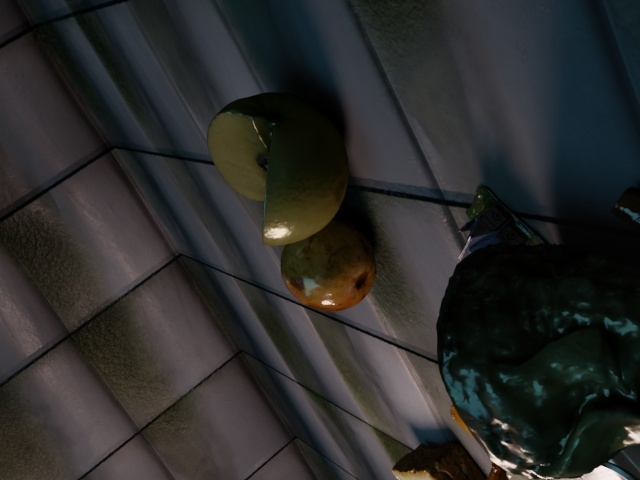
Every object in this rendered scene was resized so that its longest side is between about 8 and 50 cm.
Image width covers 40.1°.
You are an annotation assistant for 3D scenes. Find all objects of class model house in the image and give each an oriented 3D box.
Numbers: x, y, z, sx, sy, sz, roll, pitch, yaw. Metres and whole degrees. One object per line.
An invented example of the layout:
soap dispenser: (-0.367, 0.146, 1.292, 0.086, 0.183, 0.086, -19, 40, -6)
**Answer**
model house: (0.282, 0.009, 1.445, 0.167, 0.088, 0.117, 47, 159, 14)

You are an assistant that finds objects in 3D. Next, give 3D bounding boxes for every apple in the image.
apple: (-0.067, -0.155, 1.726, 0.295, 0.233, 0.257, 51, 149, 37)

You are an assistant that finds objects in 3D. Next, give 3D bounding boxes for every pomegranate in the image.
pomegranate: (0.011, 0.052, 1.926, 0.215, 0.215, 0.215, 44, 158, 22)

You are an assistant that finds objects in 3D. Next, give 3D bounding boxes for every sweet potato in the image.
sweet potato: (0.434, -0.030, 1.125, 0.117, 0.049, 0.049, 28, 151, 27)

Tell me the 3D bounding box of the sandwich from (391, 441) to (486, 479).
sandwich: (0.345, 0.681, 2.382, 0.262, 0.131, 0.325, 51, 157, 0)

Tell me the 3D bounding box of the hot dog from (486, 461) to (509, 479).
hot dog: (0.435, 0.559, 1.936, 0.150, 0.153, 0.256, 20, 170, 6)

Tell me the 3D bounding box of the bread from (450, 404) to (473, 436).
bread: (0.354, 0.433, 2.093, 0.110, 0.024, 0.110, 45, 159, 22)

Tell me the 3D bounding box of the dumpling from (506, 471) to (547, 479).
dumpling: (0.460, 0.479, 1.761, 0.250, 0.162, 0.132, 58, -162, -7)

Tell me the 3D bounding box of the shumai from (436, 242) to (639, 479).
shumai: (0.382, 0.138, 1.186, 0.348, 0.395, 0.395, -25, 103, 46)

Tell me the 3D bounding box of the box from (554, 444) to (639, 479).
box: (0.517, 0.403, 1.552, 0.203, 0.116, 0.274, 49, 160, 11)

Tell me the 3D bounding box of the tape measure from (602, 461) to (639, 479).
tape measure: (0.477, 0.387, 1.332, 0.330, 0.084, 0.164, 23, -165, 0)
